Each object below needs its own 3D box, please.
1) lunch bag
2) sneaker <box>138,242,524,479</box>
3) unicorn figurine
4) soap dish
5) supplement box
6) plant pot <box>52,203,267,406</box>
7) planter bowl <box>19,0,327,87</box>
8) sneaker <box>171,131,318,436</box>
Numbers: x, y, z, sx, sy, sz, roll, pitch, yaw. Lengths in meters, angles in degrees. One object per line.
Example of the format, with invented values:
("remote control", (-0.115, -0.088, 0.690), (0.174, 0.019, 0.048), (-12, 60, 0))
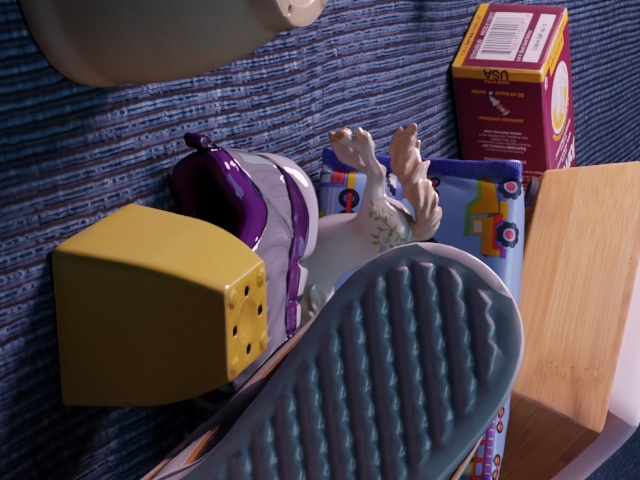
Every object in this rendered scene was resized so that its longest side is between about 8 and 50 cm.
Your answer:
("lunch bag", (0.075, 0.069, 1.123), (0.293, 0.138, 0.221), (38, 57, -79))
("sneaker", (-0.030, 0.140, 0.714), (0.321, 0.126, 0.127), (-43, 171, -4))
("unicorn figurine", (0.000, 0.000, 0.929), (0.111, 0.162, 0.060), (63, 34, -8))
("soap dish", (0.180, 0.086, 1.270), (0.291, 0.118, 0.229), (112, -5, -65))
("supplement box", (0.174, -0.101, 1.372), (0.104, 0.081, 0.188), (-63, 151, -44))
("plant pot", (-0.072, 0.034, 0.757), (0.081, 0.083, 0.081), (-38, 131, -61))
("planter bowl", (-0.055, -0.148, 0.719), (0.162, 0.109, 0.162), (6, 90, -70))
("sneaker", (-0.056, 0.056, 0.838), (0.098, 0.083, 0.223), (19, 67, -57))
